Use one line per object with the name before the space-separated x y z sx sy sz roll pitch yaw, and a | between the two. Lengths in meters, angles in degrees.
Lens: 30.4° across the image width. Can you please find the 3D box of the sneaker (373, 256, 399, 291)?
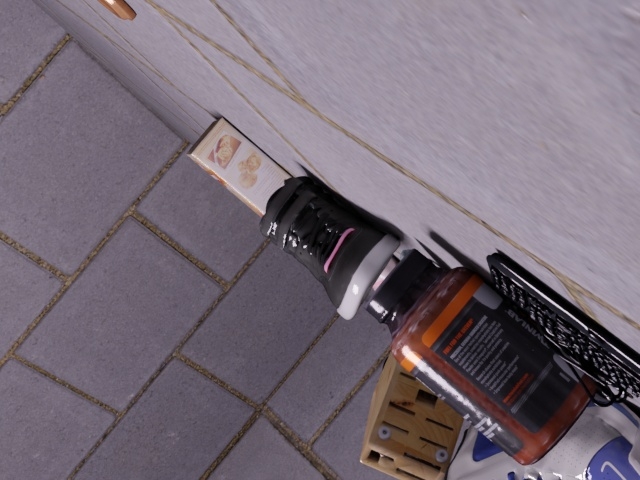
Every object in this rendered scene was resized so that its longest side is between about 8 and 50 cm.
sneaker | 0.084 0.045 1.551 0.070 0.051 0.134 42 174 -4

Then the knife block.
knife block | 0.108 0.179 1.345 0.088 0.276 0.242 22 149 2

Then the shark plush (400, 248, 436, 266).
shark plush | 0.126 0.044 1.206 0.161 0.073 0.067 1 -126 -60

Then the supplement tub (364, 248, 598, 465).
supplement tub | 0.134 0.095 1.016 0.198 0.106 0.106 40 178 6

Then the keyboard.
keyboard | 0.190 0.086 0.824 0.192 0.038 0.100 40 178 25

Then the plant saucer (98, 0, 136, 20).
plant saucer | -0.227 -0.257 1.223 0.083 0.013 0.083 39 177 2

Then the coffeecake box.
coffeecake box | -0.093 -0.085 1.642 0.185 0.068 0.142 40 177 -10

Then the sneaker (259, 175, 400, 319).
sneaker | 0.000 0.000 1.319 0.147 0.104 0.296 35 -178 -4

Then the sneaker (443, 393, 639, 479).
sneaker | 0.227 0.229 1.125 0.127 0.182 0.315 39 178 -23
